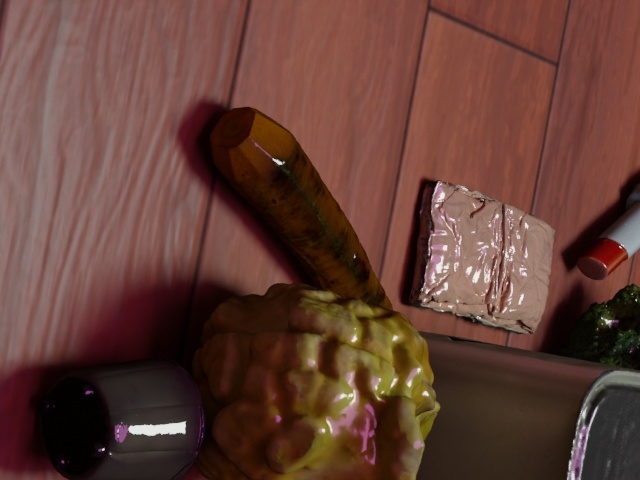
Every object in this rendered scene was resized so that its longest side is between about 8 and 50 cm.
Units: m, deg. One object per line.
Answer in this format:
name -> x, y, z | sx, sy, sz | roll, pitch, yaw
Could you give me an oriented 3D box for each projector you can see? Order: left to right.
projector -> 0.178, 0.225, 1.567 | 0.248, 0.249, 0.248 | 12, 87, -53

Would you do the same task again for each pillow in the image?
pillow -> 0.165, 0.020, 1.678 | 0.232, 0.043, 0.126 | 17, 79, -50

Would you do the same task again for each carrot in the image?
carrot -> 0.000, 0.000, 1.438 | 0.066, 0.066, 0.314 | -61, 139, -24

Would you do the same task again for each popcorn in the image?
popcorn -> 0.003, 0.133, 1.342 | 0.235, 0.216, 0.181 | 32, 72, -68

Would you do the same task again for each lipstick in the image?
lipstick -> 0.367, -0.027, 1.910 | 0.274, 0.061, 0.068 | -37, 128, -43

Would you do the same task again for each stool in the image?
stool -> -0.147, 0.135, 1.254 | 0.110, 0.096, 0.096 | 4, 95, -49

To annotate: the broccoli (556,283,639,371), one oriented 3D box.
broccoli -> 0.386, 0.211, 1.851 | 0.283, 0.303, 0.321 | -50, 145, -78
